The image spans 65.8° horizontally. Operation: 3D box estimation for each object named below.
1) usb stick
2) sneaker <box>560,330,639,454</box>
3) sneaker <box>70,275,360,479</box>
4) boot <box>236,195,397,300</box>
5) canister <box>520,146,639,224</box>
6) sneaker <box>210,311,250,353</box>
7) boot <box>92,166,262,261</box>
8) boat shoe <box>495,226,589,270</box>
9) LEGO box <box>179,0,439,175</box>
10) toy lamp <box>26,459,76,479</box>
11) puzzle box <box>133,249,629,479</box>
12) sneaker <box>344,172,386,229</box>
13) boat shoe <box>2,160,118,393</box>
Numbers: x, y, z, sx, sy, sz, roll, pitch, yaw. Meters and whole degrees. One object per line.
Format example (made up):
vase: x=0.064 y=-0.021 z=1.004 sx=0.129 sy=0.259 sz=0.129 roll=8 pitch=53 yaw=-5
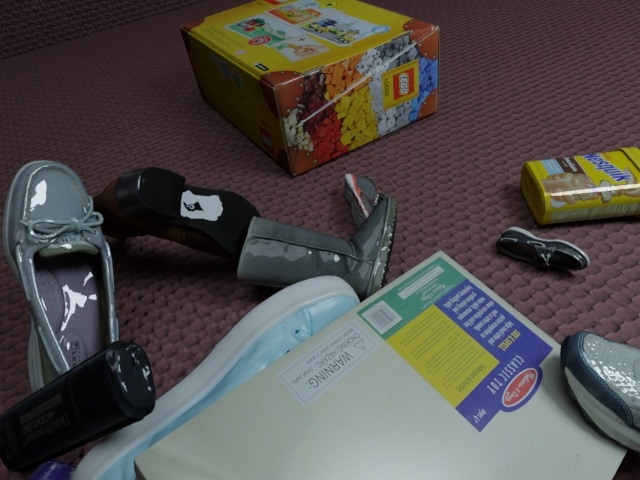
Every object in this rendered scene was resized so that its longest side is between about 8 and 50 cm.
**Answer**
usb stick: x=-0.265 y=0.180 z=0.517 sx=0.278 sy=0.077 sz=0.045 roll=-31 pitch=-13 yaw=31
sneaker: x=0.364 y=0.147 z=0.439 sx=0.283 sy=0.122 sz=0.110 roll=27 pitch=45 yaw=12
sneaker: x=-0.069 y=0.193 z=0.525 sx=0.366 sy=0.135 sz=0.150 roll=-41 pitch=50 yaw=-16
boot: x=0.000 y=-0.002 z=0.729 sx=0.209 sy=0.076 sz=0.189 roll=11 pitch=58 yaw=13
canister: x=0.418 y=-0.084 z=0.778 sx=0.170 sy=0.073 sz=0.126 roll=-6 pitch=41 yaw=6
sneaker: x=-0.090 y=0.146 z=0.632 sx=0.070 sy=0.051 sz=0.134 roll=10 pitch=40 yaw=28
boot: x=-0.256 y=-0.014 z=0.790 sx=0.281 sy=0.264 sz=0.096 roll=-10 pitch=72 yaw=40
boat shoe: x=0.312 y=0.017 z=0.703 sx=0.038 sy=0.046 sz=0.125 roll=-37 pitch=45 yaw=-27
LEGO box: x=-0.041 y=-0.396 z=1.124 sx=0.373 sy=0.193 sz=0.500 roll=-27 pitch=44 yaw=-18
toy lamp: x=-0.302 y=0.338 z=0.437 sx=0.080 sy=0.080 sz=0.274 roll=2 pitch=42 yaw=13
puzzle box: x=0.090 y=0.183 z=0.444 sx=0.409 sy=0.052 sz=0.272 roll=-27 pitch=58 yaw=-37
sneaker: x=0.084 y=-0.069 z=0.837 sx=0.065 sy=0.061 sz=0.158 roll=-7 pitch=42 yaw=-7
boat shoe: x=-0.308 y=0.051 z=0.612 sx=0.103 sy=0.320 sz=0.118 roll=-15 pitch=-10 yaw=40
